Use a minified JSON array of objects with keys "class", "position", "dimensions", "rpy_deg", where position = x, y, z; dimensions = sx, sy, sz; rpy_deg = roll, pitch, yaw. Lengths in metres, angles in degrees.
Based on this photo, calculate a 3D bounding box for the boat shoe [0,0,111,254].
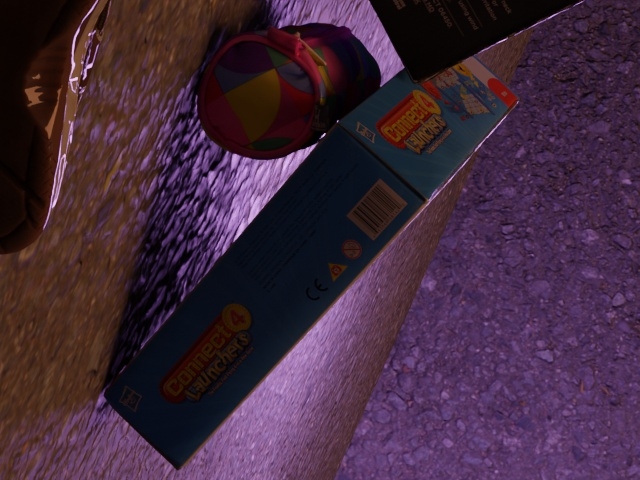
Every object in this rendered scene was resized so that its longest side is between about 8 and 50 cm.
[{"class":"boat shoe","position":[-0.134,-0.121,0.767],"dimensions":[0.095,0.095,0.257],"rpy_deg":[-80,-170,-56]}]

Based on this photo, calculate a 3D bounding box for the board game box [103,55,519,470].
[{"class":"board game box","position":[0.000,0.000,1.379],"dimensions":[0.308,0.086,0.302],"rpy_deg":[-48,179,26]}]

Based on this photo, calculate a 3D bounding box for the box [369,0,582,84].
[{"class":"box","position":[0.198,-0.311,1.371],"dimensions":[0.179,0.312,0.343],"rpy_deg":[60,23,-14]}]

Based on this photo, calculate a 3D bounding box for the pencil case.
[{"class":"pencil case","position":[-0.019,-0.120,1.339],"dimensions":[0.236,0.104,0.104],"rpy_deg":[-38,148,-76]}]
